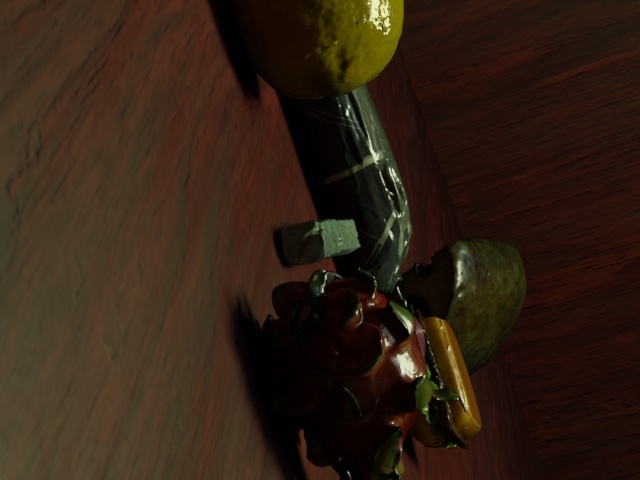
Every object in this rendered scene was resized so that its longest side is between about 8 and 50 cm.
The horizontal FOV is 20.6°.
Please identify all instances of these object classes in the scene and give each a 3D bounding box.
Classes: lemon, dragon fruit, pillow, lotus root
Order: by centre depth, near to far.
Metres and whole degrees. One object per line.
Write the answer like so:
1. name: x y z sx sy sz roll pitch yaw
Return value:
1. dragon fruit: 0.037 0.128 1.423 0.236 0.137 0.135 62 19 -13
2. lemon: -0.007 -0.237 1.753 0.193 0.180 0.180 50 9 1
3. pillow: 0.032 -0.100 1.984 0.161 0.092 0.335 -86 157 -81
4. lotus root: 0.195 0.106 2.379 0.142 0.210 0.314 64 19 16

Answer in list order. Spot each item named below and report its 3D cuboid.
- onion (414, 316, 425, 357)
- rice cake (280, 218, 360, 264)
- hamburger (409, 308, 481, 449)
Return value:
1. onion: 0.053 0.114 1.731 0.104 0.115 0.115 29 -1 14
2. rice cake: 0.000 0.000 1.744 0.245 0.045 0.042 -14 89 -82
3. hamburger: 0.125 0.165 2.070 0.137 0.087 0.166 53 21 -64
